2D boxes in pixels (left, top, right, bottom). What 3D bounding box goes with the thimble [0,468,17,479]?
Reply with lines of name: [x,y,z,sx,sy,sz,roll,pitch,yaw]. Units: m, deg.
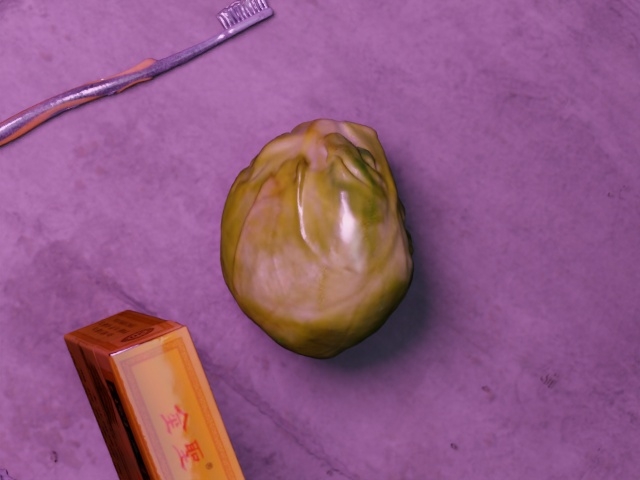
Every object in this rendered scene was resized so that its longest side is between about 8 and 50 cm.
thimble: [-0.383,0.234,1.718,0.245,0.217,0.157,34,85,3]

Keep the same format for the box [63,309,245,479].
box: [-0.149,0.157,1.731,0.076,0.274,0.174,-23,97,-14]

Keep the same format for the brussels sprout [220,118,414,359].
brussels sprout: [0.000,0.000,1.793,0.161,0.223,0.223,-3,93,-26]

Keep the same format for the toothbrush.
toothbrush: [-0.190,-0.154,1.838,0.321,0.023,0.031,-29,91,-10]
